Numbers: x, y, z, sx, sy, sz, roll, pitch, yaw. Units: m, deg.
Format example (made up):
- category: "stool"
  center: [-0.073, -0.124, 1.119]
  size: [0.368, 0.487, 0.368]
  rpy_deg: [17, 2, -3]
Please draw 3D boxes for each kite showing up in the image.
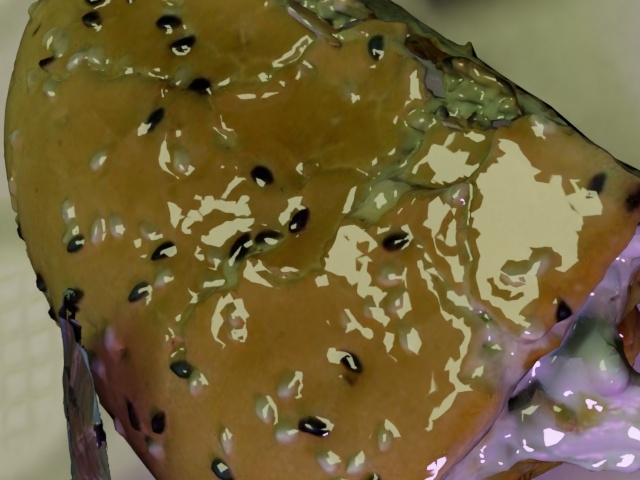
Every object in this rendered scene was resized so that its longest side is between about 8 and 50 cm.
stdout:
- category: "kite"
  center: [-0.062, 0.164, 0.487]
  size: [0.011, 0.335, 0.314]
  rpy_deg: [-12, 24, -14]

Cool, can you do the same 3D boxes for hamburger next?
- category: "hamburger"
  center: [0.000, 0.000, 0.511]
  size: [0.288, 0.167, 0.192]
  rpy_deg: [36, 93, 31]
